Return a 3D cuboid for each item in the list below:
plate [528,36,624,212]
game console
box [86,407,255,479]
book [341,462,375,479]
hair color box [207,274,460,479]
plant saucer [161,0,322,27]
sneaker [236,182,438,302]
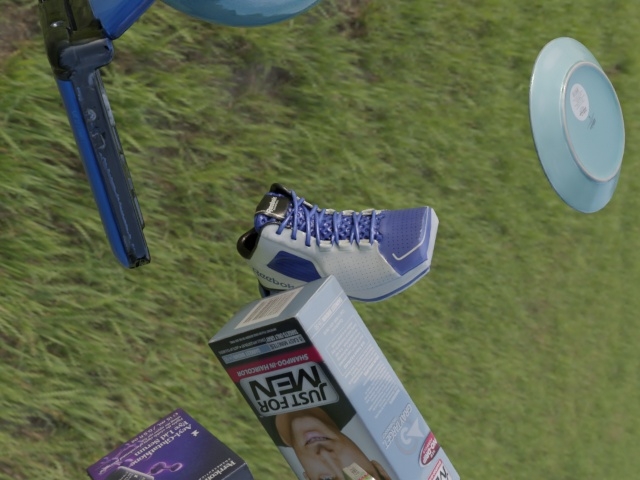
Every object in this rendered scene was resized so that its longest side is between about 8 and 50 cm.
[{"bbox_3d":[0.279,-0.123,0.935,0.188,0.024,0.188,7,80,-44],"label":"plate"},{"bbox_3d":[-0.119,-0.165,0.676,0.173,0.293,0.250,-17,123,-10],"label":"game console"},{"bbox_3d":[-0.180,0.325,1.129,0.153,0.207,0.108,-32,115,-25],"label":"box"},{"bbox_3d":[0.065,0.299,0.990,0.035,0.096,0.144,-30,175,-9],"label":"book"},{"bbox_3d":[0.022,0.250,1.294,0.374,0.185,0.113,58,41,-13],"label":"hair color box"},{"bbox_3d":[-0.079,-0.368,0.856,0.318,0.044,0.317,-1,91,-28],"label":"plant saucer"},{"bbox_3d":[-0.001,0.000,1.309,0.182,0.315,0.127,51,37,-37],"label":"sneaker"}]
